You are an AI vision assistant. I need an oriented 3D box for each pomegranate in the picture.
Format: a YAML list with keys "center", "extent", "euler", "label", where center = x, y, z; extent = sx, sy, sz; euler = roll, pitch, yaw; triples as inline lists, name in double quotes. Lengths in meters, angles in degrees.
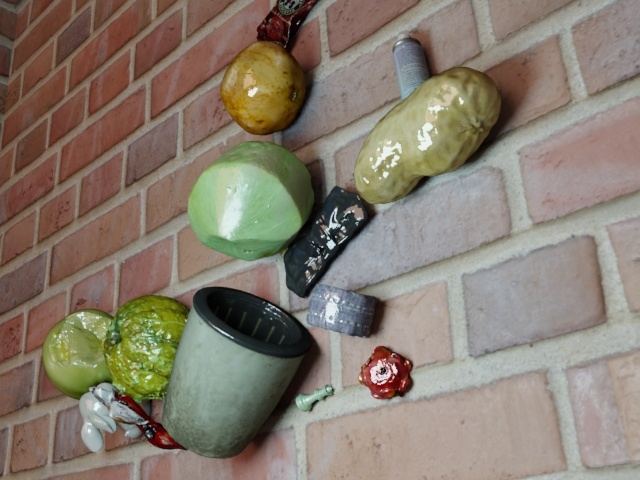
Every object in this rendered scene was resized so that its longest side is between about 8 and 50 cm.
- center: [-0.152, -0.406, 1.988]
  extent: [0.248, 0.248, 0.248]
  euler: [-19, 62, 41]
  label: "pomegranate"

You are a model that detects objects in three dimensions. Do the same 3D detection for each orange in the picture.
- center: [-0.490, 0.295, 2.076]
  extent: [0.301, 0.223, 0.300]
  euler: [-58, 38, 14]
  label: "orange"

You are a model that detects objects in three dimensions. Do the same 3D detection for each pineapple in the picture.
- center: [-0.094, 0.016, 1.916]
  extent: [0.083, 0.019, 0.045]
  euler: [47, 116, 44]
  label: "pineapple"

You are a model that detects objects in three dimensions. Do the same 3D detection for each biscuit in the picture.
- center: [-0.094, -0.645, 2.131]
  extent: [0.151, 0.063, 0.235]
  euler: [44, 103, 33]
  label: "biscuit"

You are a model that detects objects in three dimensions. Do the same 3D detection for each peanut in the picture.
- center: [0.218, -0.210, 1.571]
  extent: [0.387, 0.169, 0.192]
  euler: [-38, 60, 36]
  label: "peanut"

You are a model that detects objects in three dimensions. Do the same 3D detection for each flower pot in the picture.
- center: [-0.219, 0.315, 1.740]
  extent: [0.293, 0.293, 0.330]
  euler: [40, 109, 46]
  label: "flower pot"

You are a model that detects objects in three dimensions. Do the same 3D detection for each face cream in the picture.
- center: [0.212, -0.378, 1.703]
  extent: [0.075, 0.075, 0.229]
  euler: [-28, 56, 36]
  label: "face cream"

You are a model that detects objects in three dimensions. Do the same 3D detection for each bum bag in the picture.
- center: [0.000, 0.000, 1.786]
  extent: [0.310, 0.074, 0.137]
  euler: [-51, 48, 23]
  label: "bum bag"

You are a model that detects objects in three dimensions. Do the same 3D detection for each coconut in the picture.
- center: [-0.173, -0.087, 1.820]
  extent: [0.328, 0.281, 0.328]
  euler: [-18, 24, 8]
  label: "coconut"

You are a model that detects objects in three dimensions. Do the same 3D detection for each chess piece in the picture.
- center: [-0.009, 0.354, 1.688]
  extent: [0.093, 0.042, 0.042]
  euler: [-31, 55, 27]
  label: "chess piece"

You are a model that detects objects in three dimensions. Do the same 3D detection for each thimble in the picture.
- center: [0.045, 0.154, 1.628]
  extent: [0.150, 0.150, 0.098]
  euler: [8, 83, 47]
  label: "thimble"

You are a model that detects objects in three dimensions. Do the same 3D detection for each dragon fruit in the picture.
- center: [0.128, 0.275, 1.553]
  extent: [0.112, 0.068, 0.126]
  euler: [-54, 46, 17]
  label: "dragon fruit"

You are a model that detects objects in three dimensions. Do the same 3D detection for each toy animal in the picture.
- center: [-0.590, 0.498, 2.131]
  extent: [0.127, 0.193, 0.179]
  euler: [-42, 59, 30]
  label: "toy animal"

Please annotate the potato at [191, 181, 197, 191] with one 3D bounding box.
- center: [-0.304, -0.097, 2.111]
  extent: [0.109, 0.118, 0.178]
  euler: [121, 136, -67]
  label: "potato"

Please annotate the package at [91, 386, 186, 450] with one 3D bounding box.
- center: [-0.491, 0.478, 1.997]
  extent: [0.194, 0.269, 0.071]
  euler: [3, 54, 52]
  label: "package"

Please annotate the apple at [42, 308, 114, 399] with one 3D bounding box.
- center: [-0.704, 0.351, 2.253]
  extent: [0.279, 0.279, 0.279]
  euler: [-19, 62, 41]
  label: "apple"
